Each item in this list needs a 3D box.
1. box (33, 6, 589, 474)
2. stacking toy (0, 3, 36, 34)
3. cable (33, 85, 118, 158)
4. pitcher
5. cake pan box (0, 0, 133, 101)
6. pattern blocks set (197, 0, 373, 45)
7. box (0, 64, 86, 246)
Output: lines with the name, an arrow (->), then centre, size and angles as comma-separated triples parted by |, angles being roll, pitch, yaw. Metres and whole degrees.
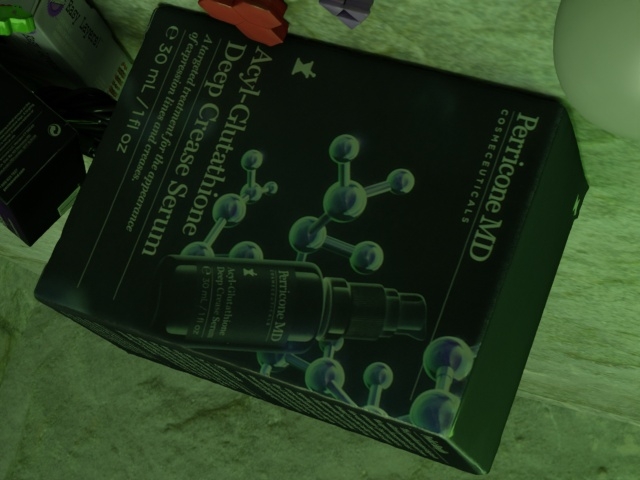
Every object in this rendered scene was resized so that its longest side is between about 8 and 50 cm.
box -> 0.000, 0.000, 1.205 | 0.396, 0.293, 0.212 | 16, 168, 20
stacking toy -> -0.350, -0.262, 1.117 | 0.221, 0.052, 0.167 | 13, 145, 10
cable -> -0.207, -0.113, 1.374 | 0.185, 0.047, 0.150 | 25, 163, -7
pitcher -> 0.235, -0.125, 0.710 | 0.178, 0.125, 0.207 | 9, 161, -19
cake pan box -> -0.334, -0.226, 1.324 | 0.246, 0.070, 0.267 | 16, 168, 12
pattern blocks set -> -0.105, -0.236, 0.983 | 0.325, 0.026, 0.285 | 28, 166, -28
box -> -0.336, -0.105, 1.344 | 0.184, 0.103, 0.261 | 43, 168, 1
